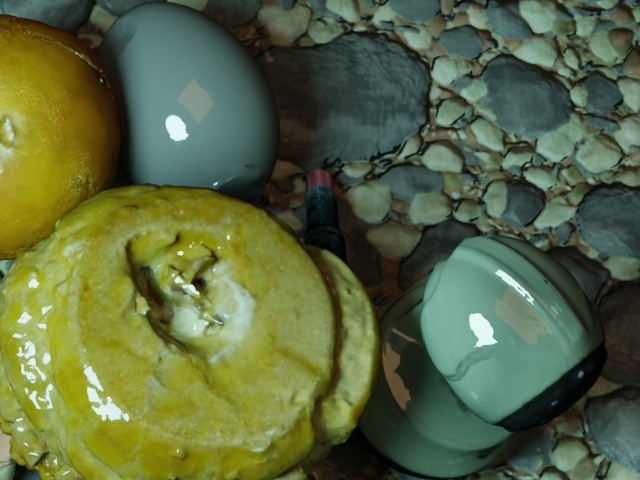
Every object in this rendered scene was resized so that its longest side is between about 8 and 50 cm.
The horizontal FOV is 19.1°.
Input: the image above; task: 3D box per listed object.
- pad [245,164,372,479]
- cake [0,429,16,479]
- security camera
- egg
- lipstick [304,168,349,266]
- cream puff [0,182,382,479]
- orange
[{"bbox_3d":[-0.100,0.098,1.870,0.250,0.055,0.323,-13,90,-17],"label":"pad"},{"bbox_3d":[-0.294,0.134,1.802,0.090,0.109,0.225,24,61,2],"label":"cake"},{"bbox_3d":[0.152,0.103,1.794,0.197,0.277,0.191,-31,83,-34],"label":"security camera"},{"bbox_3d":[-0.138,-0.138,1.934,0.176,0.176,0.231,-21,78,-21],"label":"egg"},{"bbox_3d":[0.000,0.000,1.919,0.053,0.053,0.234,6,34,-9],"label":"lipstick"},{"bbox_3d":[-0.129,0.111,1.712,0.343,0.231,0.327,-10,64,-27],"label":"cream puff"},{"bbox_3d":[-0.310,-0.098,1.832,0.240,0.240,0.240,5,62,-9],"label":"orange"}]
